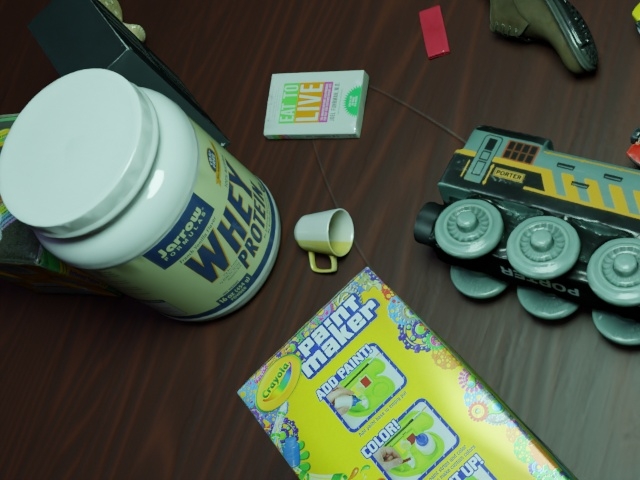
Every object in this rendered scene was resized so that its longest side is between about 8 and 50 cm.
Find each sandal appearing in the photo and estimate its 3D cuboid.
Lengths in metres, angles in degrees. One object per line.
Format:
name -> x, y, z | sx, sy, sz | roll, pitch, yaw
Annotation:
sandal -> -0.329, -0.341, 1.416 | 0.079, 0.088, 0.240 | -27, 54, 20

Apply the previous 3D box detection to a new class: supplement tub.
supplement tub -> -0.217, -0.048, 1.092 | 0.236, 0.325, 0.235 | -10, 65, 22

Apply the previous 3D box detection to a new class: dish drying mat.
dish drying mat -> 0.160, -0.292, 1.206 | 0.032, 0.008, 0.083 | -16, 61, 18

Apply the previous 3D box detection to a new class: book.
book -> -0.006, -0.191, 1.231 | 0.144, 0.035, 0.096 | 2, 73, 25

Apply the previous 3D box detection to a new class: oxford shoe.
oxford shoe -> 0.277, -0.285, 1.116 | 0.096, 0.083, 0.227 | -44, 54, 26

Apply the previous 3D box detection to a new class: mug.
mug -> -0.001, -0.004, 1.129 | 0.064, 0.062, 0.078 | 0, 62, 34

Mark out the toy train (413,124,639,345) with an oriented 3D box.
toy train -> 0.274, -0.015, 0.960 | 0.334, 0.142, 0.190 | 17, 67, 30

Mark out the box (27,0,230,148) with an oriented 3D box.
box -> -0.268, -0.219, 1.230 | 0.103, 0.261, 0.184 | -44, 57, 3

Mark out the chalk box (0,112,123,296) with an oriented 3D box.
chalk box -> -0.382, -0.079, 1.265 | 0.180, 0.179, 0.288 | 1, 72, 28

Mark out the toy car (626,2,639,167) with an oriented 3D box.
toy car -> 0.472, -0.182, 0.981 | 0.225, 0.053, 0.239 | -1, 69, 25

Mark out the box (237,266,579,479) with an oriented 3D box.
box -> 0.115, 0.218, 0.836 | 0.177, 0.290, 0.279 | -44, 58, 2
